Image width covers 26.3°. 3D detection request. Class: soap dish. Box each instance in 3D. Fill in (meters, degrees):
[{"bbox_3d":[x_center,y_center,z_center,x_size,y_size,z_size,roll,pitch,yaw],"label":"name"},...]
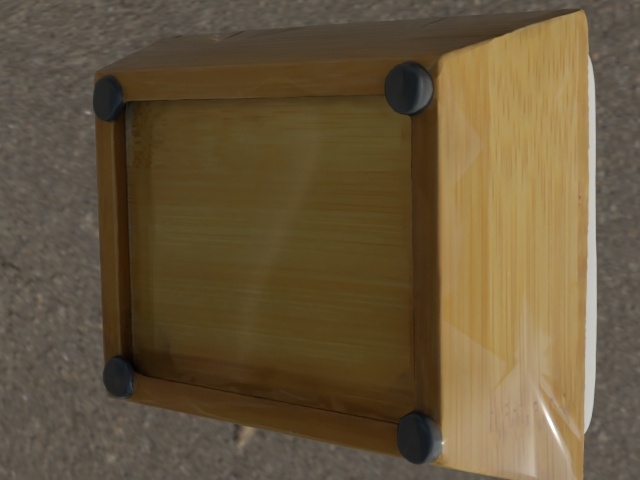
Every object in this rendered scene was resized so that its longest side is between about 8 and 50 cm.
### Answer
[{"bbox_3d":[0.000,0.000,0.720,0.118,0.291,0.228,-7,98,-48],"label":"soap dish"}]
